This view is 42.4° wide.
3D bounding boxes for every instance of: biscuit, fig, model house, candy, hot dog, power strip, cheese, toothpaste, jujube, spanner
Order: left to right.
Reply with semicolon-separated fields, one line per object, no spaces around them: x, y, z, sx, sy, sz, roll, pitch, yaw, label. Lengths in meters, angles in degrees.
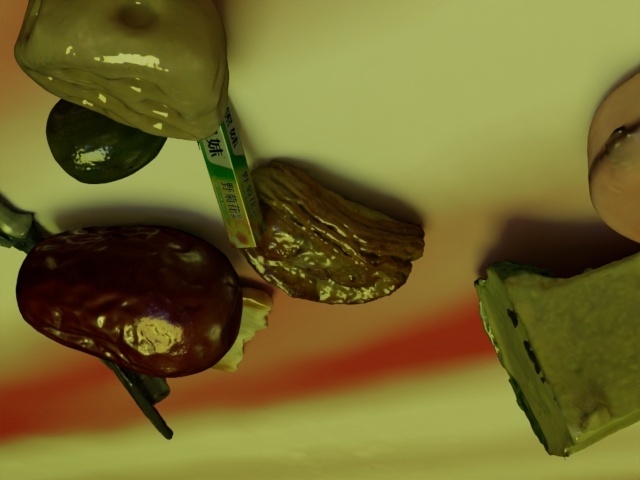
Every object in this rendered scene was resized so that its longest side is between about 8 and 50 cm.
-0.479;-0.033;1.210;0.095;0.040;0.325;-13;140;34;spanner
-0.335;0.197;1.430;0.251;0.092;0.257;39;159;27;power strip
-0.214;-0.127;0.928;0.177;0.117;0.117;-14;146;-1;fig
-0.268;0.082;1.181;0.318;0.223;0.223;7;149;13;jujube
-0.177;-0.179;0.786;0.235;0.117;0.218;12;169;36;cheese
-0.199;0.135;1.396;0.204;0.040;0.309;16;148;-10;biscuit
-0.105;-0.077;0.955;0.037;0.043;0.178;-3;119;22;toothpaste
0.001;0.003;1.057;0.259;0.114;0.175;22;146;-19;hot dog
0.372;0.119;1.070;0.266;0.261;0.321;-21;162;2;model house
0.386;-0.084;0.821;0.255;0.094;0.255;7;148;5;candy
